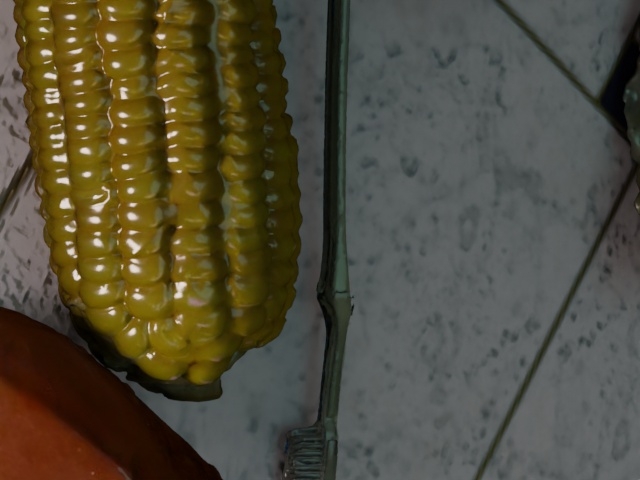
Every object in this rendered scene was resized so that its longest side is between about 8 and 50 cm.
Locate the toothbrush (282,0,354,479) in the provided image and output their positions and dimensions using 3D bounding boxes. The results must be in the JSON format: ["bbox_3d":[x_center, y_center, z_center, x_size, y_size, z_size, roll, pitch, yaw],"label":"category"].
[{"bbox_3d":[0.005,0.000,0.700,0.028,0.026,0.294,4,95,-22],"label":"toothbrush"}]

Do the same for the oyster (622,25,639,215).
[{"bbox_3d":[0.307,-0.100,0.857,0.238,0.114,0.351,49,67,-26],"label":"oyster"}]

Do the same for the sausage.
[{"bbox_3d":[-0.107,0.097,0.579,0.179,0.089,0.089,39,69,-2],"label":"sausage"}]

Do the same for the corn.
[{"bbox_3d":[-0.075,-0.107,0.595,0.120,0.120,0.363,-9,99,-34],"label":"corn"}]
